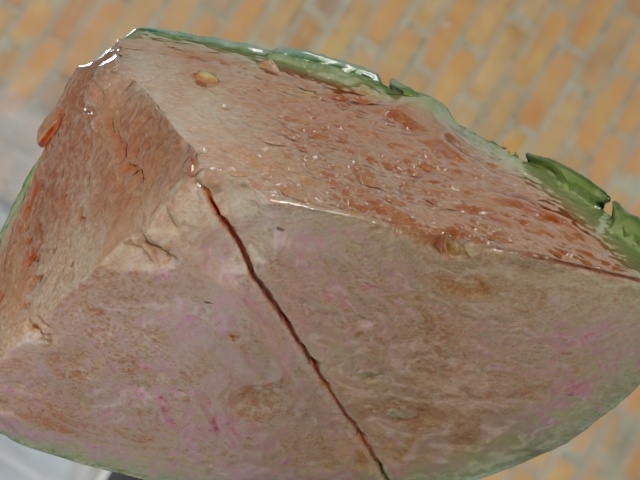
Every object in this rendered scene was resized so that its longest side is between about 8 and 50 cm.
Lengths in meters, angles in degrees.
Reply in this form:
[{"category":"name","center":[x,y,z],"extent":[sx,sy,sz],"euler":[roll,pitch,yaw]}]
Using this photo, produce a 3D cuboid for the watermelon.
[{"category":"watermelon","center":[-0.006,-0.012,1.046],"extent":[0.319,0.292,0.222],"euler":[128,153,-51]}]
